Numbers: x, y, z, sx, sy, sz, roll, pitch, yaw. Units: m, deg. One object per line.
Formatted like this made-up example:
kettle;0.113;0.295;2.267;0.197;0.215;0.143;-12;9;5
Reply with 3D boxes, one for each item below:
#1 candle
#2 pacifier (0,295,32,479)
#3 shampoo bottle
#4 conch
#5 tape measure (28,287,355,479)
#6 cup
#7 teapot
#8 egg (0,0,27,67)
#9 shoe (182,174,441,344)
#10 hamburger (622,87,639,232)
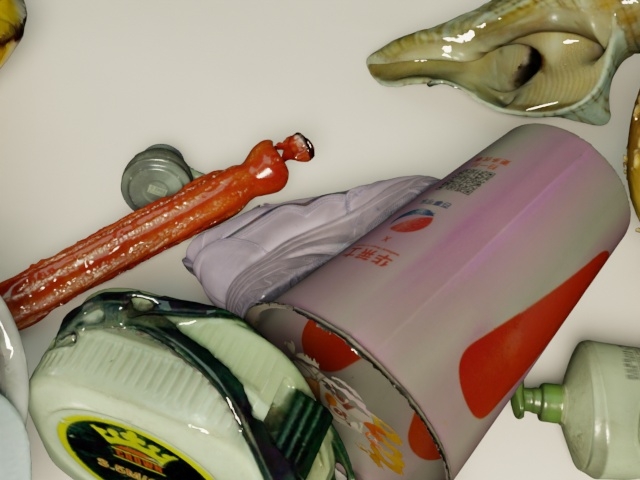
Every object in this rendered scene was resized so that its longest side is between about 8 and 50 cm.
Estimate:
candle;-0.152;-0.005;0.860;0.329;0.051;0.048;-29;41;-15
pacifier;-0.243;0.086;0.508;0.244;0.233;0.299;-35;104;-37
shampoo bottle;0.266;0.137;0.769;0.234;0.087;0.118;6;48;2
conch;0.251;-0.214;1.008;0.386;0.170;0.203;-21;76;29
tape measure;-0.076;0.125;0.686;0.235;0.207;0.115;18;51;13
cup;0.108;0.042;0.759;0.203;0.203;0.288;36;60;22
teapot;-0.141;-0.057;0.915;0.088;0.066;0.057;20;32;-16
egg;-0.459;-0.213;0.909;0.337;0.201;0.337;36;23;-17
shoe;0.000;0.000;0.860;0.245;0.095;0.138;-29;43;-29
hamburger;0.370;-0.053;0.769;0.268;0.445;0.287;39;89;21
